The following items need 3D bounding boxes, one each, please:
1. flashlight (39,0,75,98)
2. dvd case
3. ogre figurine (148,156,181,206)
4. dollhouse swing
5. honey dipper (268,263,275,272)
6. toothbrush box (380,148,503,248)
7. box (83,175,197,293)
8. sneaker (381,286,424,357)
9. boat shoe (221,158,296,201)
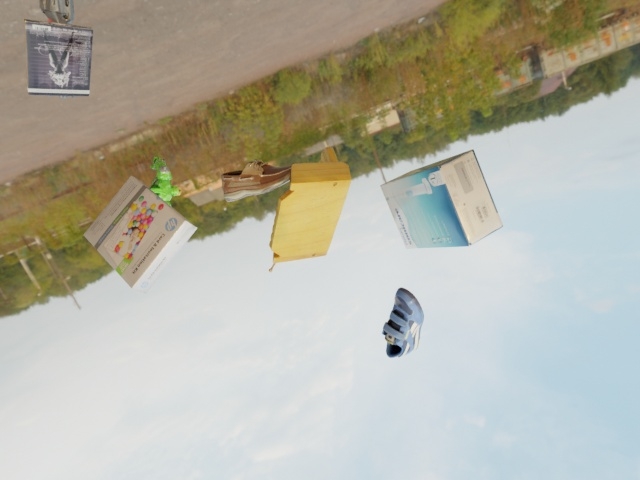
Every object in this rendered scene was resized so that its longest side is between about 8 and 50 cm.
[{"bbox_3d":[-0.817,-0.604,1.301,0.103,0.304,0.103,-12,-146,-40],"label":"flashlight"},{"bbox_3d":[-0.750,-0.515,1.212,0.164,0.018,0.221,-15,149,-41],"label":"dvd case"},{"bbox_3d":[-0.473,-0.146,1.255,0.097,0.197,0.118,20,177,-31],"label":"ogre figurine"},{"bbox_3d":[-0.070,-0.159,1.559,0.315,0.346,0.305,-7,-135,-27],"label":"dollhouse swing"},{"bbox_3d":[-0.196,0.079,1.931,0.030,0.030,0.160,-8,-137,45],"label":"honey dipper"},{"bbox_3d":[0.319,-0.099,1.165,0.126,0.216,0.295,-26,-174,-20],"label":"toothbrush box"},{"bbox_3d":[-0.328,-0.016,0.758,0.186,0.038,0.145,35,-95,29],"label":"box"},{"bbox_3d":[0.139,0.147,0.726,0.059,0.144,0.053,-23,-147,-26],"label":"sneaker"},{"bbox_3d":[-0.228,-0.227,1.499,0.324,0.116,0.123,-12,-163,24],"label":"boat shoe"}]
